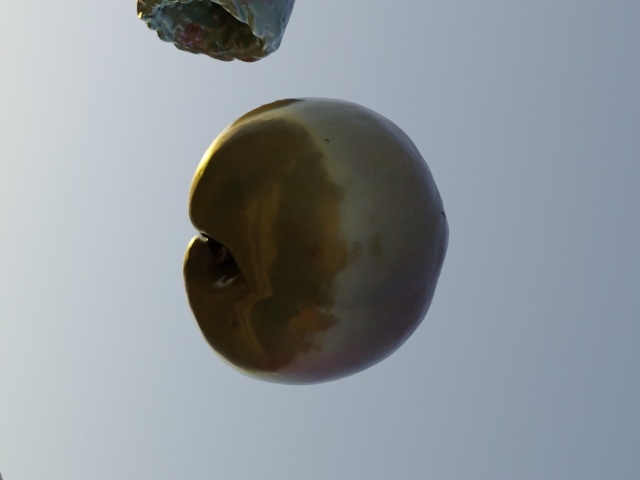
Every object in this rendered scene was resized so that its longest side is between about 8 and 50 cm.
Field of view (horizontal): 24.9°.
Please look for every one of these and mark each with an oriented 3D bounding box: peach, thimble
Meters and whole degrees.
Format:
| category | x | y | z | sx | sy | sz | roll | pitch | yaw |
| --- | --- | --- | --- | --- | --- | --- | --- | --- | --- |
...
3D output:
| category | x | y | z | sx | sy | sz | roll | pitch | yaw |
| --- | --- | --- | --- | --- | --- | --- | --- | --- | --- |
| peach | 0.000 | 0.001 | 1.443 | 0.247 | 0.292 | 0.292 | 16 | -73 | 59 |
| thimble | -0.121 | -0.316 | 1.743 | 0.211 | 0.185 | 0.149 | 79 | 25 | -74 |

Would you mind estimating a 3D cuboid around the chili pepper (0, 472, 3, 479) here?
| category | x | y | z | sx | sy | sz | roll | pitch | yaw |
| --- | --- | --- | --- | --- | --- | --- | --- | --- | --- |
| chili pepper | -0.140 | 0.101 | 0.535 | 0.071 | 0.063 | 0.272 | 49 | -9 | -33 |
